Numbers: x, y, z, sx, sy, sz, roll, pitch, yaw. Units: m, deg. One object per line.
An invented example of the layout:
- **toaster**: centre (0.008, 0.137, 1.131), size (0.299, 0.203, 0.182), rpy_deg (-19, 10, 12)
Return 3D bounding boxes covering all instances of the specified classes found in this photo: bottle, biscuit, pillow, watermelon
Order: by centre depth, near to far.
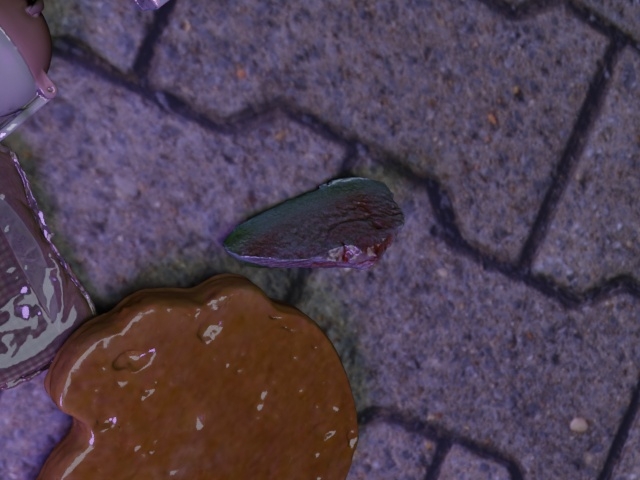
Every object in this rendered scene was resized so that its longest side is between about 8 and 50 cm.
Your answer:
- **bottle**: centre (-0.312, -0.118, 0.858), size (0.236, 0.148, 0.147), rpy_deg (-46, 116, -21)
- **pillow**: centre (-0.287, 0.028, 0.955), size (0.135, 0.034, 0.211), rpy_deg (-33, 114, -20)
- **biscuit**: centre (-0.123, 0.191, 1.049), size (0.351, 0.057, 0.312), rpy_deg (-10, 105, -29)
- **watermelon**: centre (-0.005, -0.002, 1.065), size (0.180, 0.094, 0.081), rpy_deg (-15, 110, -8)

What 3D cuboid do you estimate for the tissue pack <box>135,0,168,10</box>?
- **tissue pack**: centre (-0.137, -0.257, 0.962), size (0.094, 0.059, 0.074), rpy_deg (-43, 117, -13)
